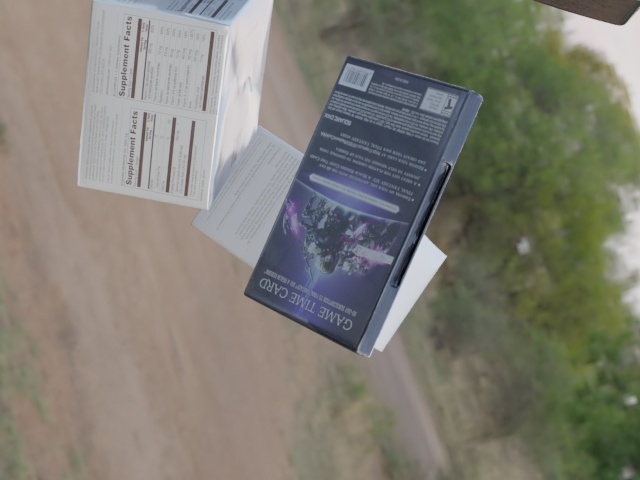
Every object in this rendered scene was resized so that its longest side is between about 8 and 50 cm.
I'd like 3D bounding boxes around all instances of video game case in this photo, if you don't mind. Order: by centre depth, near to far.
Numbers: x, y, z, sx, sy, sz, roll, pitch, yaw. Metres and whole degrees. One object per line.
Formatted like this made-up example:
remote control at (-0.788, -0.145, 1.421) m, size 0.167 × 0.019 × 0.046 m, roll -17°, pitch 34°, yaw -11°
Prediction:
video game case at (0.037, -0.040, 1.561) m, size 0.026 × 0.274 × 0.196 m, roll 22°, pitch 1°, yaw -41°

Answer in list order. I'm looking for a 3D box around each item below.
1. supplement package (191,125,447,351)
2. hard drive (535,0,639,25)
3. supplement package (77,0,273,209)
supplement package at (0.000, 0.000, 2.228) m, size 0.293 × 0.178 × 0.175 m, roll 35°, pitch -1°, yaw 22°
hard drive at (0.247, -0.311, 1.734) m, size 0.172 × 0.254 × 0.054 m, roll 94°, pitch 16°, yaw -85°
supplement package at (-0.151, -0.180, 1.679) m, size 0.262 × 0.145 × 0.204 m, roll -66°, pitch 166°, yaw -66°
